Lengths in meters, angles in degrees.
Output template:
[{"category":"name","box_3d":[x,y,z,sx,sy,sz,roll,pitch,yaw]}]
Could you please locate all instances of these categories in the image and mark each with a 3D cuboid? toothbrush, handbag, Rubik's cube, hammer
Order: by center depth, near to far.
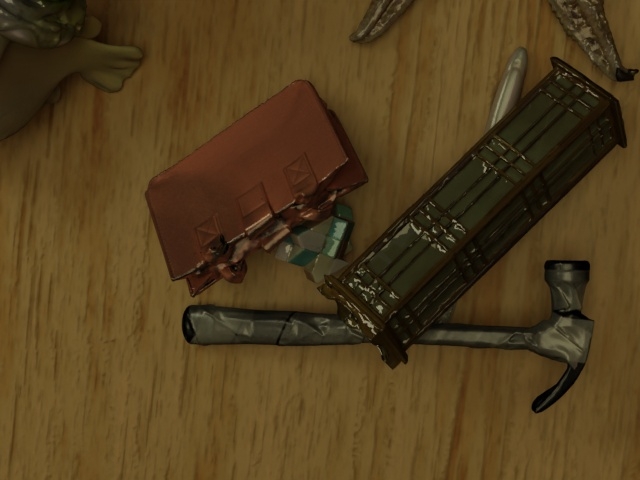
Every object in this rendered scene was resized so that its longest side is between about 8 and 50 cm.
[{"category":"handbag","box_3d":[-0.067,-0.051,1.201,0.212,0.059,0.157,-34,45,9]},{"category":"hammer","box_3d":[0.060,0.084,1.221,0.426,0.044,0.152,3,91,16]},{"category":"toothbrush","box_3d":[0.162,-0.049,1.227,0.025,0.029,0.307,17,95,5]},{"category":"Rubik's cube","box_3d":[0.000,0.002,1.227,0.073,0.084,0.075,21,112,10]}]

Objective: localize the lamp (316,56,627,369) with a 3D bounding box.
[{"category":"lamp","box_3d":[0.149,-0.027,1.152,0.325,0.089,0.090,-44,58,-6]}]

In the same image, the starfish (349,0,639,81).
[{"category":"starfish","box_3d":[0.204,-0.360,1.157,0.398,0.132,0.384,6,100,-6]}]

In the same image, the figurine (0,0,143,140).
[{"category":"figurine","box_3d":[-0.266,-0.238,1.165,0.394,0.274,0.227,-38,52,32]}]
